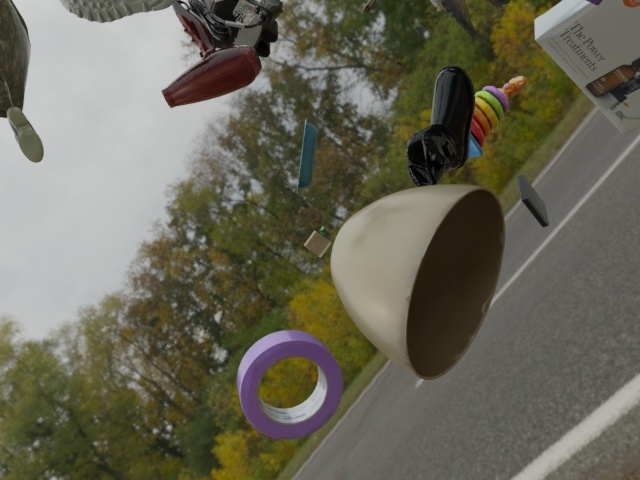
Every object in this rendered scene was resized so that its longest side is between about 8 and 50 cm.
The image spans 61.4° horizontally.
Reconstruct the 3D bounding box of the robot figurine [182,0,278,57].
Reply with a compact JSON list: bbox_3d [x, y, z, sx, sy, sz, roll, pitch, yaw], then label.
[{"bbox_3d":[-0.265,-0.642,1.579,0.173,0.278,0.209,37,110,65],"label":"robot figurine"}]

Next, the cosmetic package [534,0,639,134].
[{"bbox_3d":[0.720,-0.442,1.218,0.284,0.377,0.097,-32,34,44],"label":"cosmetic package"}]

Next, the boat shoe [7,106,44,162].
[{"bbox_3d":[-0.673,-0.237,1.232,0.049,0.137,0.043,-28,1,-30],"label":"boat shoe"}]

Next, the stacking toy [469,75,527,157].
[{"bbox_3d":[0.520,-0.411,1.673,0.302,0.165,0.175,-40,18,0],"label":"stacking toy"}]

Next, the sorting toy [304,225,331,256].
[{"bbox_3d":[0.000,0.000,1.560,0.083,0.062,0.012,-53,-1,19],"label":"sorting toy"}]

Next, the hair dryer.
[{"bbox_3d":[-0.214,-0.365,1.034,0.080,0.224,0.293,80,-152,-63],"label":"hair dryer"}]

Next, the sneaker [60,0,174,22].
[{"bbox_3d":[-0.360,-0.457,0.975,0.090,0.235,0.094,85,-171,-47],"label":"sneaker"}]

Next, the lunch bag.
[{"bbox_3d":[-0.804,-0.459,1.286,0.287,0.169,0.235,143,128,-64],"label":"lunch bag"}]

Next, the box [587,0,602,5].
[{"bbox_3d":[0.240,-0.427,0.672,0.057,0.201,0.293,122,150,-51],"label":"box"}]

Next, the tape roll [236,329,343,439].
[{"bbox_3d":[-0.082,0.383,1.441,0.274,0.275,0.090,-55,17,-2],"label":"tape roll"}]

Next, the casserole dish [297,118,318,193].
[{"bbox_3d":[-0.032,-0.210,1.362,0.114,0.037,0.188,-120,37,-86],"label":"casserole dish"}]

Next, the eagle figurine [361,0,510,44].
[{"bbox_3d":[0.277,-0.586,1.214,0.225,0.298,0.226,-17,-53,-52],"label":"eagle figurine"}]

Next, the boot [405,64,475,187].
[{"bbox_3d":[0.264,-0.251,1.189,0.207,0.094,0.246,-33,-57,-50],"label":"boot"}]

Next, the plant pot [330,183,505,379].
[{"bbox_3d":[0.129,0.039,0.819,0.284,0.191,0.283,-24,-57,-43],"label":"plant pot"}]

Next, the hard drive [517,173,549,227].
[{"bbox_3d":[0.591,-0.110,1.502,0.022,0.135,0.094,-25,41,34],"label":"hard drive"}]
